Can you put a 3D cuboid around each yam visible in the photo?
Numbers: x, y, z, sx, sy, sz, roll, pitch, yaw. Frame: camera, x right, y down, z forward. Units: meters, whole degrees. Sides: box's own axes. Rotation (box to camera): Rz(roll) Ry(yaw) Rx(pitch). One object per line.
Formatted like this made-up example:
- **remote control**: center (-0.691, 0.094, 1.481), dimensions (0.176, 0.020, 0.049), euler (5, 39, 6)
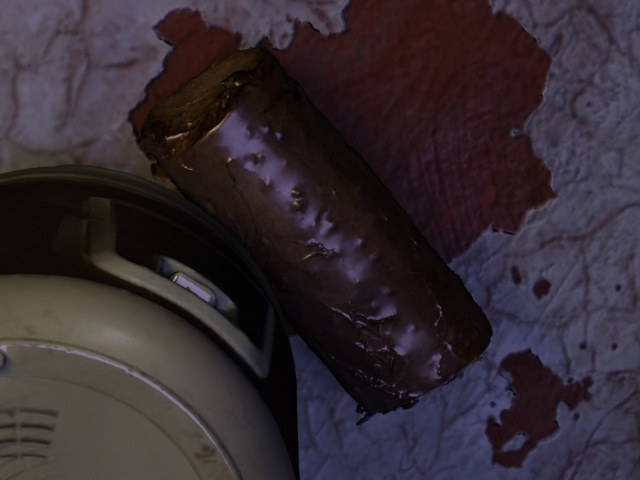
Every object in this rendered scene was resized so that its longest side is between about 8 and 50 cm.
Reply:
- **yam**: center (0.001, -0.001, 1.350), dimensions (0.131, 0.131, 0.279), euler (-41, 109, -7)

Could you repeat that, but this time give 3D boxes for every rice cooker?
- **rice cooker**: center (-0.162, 0.127, 1.218), dimensions (0.335, 0.325, 0.335), euler (0, 108, -1)
